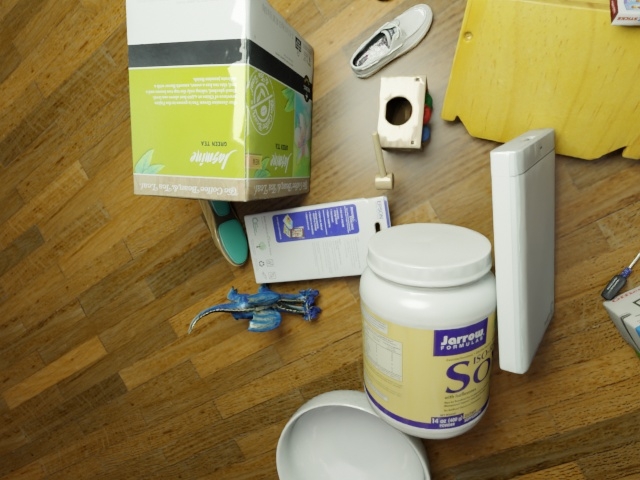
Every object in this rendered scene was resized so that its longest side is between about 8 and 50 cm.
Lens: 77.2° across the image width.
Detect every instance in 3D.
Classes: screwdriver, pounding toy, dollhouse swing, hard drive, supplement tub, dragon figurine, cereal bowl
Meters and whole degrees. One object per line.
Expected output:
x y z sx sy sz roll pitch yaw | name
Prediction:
0.585 0.040 0.746 0.024 0.025 0.170 32 107 10 | screwdriver
0.156 -0.197 0.755 0.094 0.181 0.206 5 100 16 | pounding toy
0.437 -0.379 0.706 0.346 0.305 0.315 15 144 14 | dollhouse swing
0.349 0.008 0.674 0.047 0.233 0.353 5 113 40 | hard drive
0.194 0.156 0.740 0.241 0.241 0.331 2 113 17 | supplement tub
-0.137 0.150 0.891 0.144 0.289 0.085 8 101 54 | dragon figurine
0.080 0.490 0.910 0.338 0.141 0.339 3 99 17 | cereal bowl

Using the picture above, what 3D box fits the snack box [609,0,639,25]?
0.435 -0.373 0.551 0.064 0.022 0.178 7 73 10 | snack box

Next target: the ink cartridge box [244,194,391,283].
0.000 0.000 0.897 0.332 0.065 0.165 -6 97 19 | ink cartridge box

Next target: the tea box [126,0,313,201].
-0.164 -0.246 0.767 0.219 0.329 0.324 6 102 16 | tea box

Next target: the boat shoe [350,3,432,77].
0.136 -0.398 0.791 0.184 0.063 0.066 -28 90 19 | boat shoe

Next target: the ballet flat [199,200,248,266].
-0.240 -0.046 0.969 0.073 0.080 0.232 -18 91 47 | ballet flat

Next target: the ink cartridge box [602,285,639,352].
0.594 0.131 0.664 0.148 0.203 0.086 -32 86 19 | ink cartridge box

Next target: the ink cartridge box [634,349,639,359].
0.721 0.264 0.702 0.188 0.097 0.255 -29 89 19 | ink cartridge box
